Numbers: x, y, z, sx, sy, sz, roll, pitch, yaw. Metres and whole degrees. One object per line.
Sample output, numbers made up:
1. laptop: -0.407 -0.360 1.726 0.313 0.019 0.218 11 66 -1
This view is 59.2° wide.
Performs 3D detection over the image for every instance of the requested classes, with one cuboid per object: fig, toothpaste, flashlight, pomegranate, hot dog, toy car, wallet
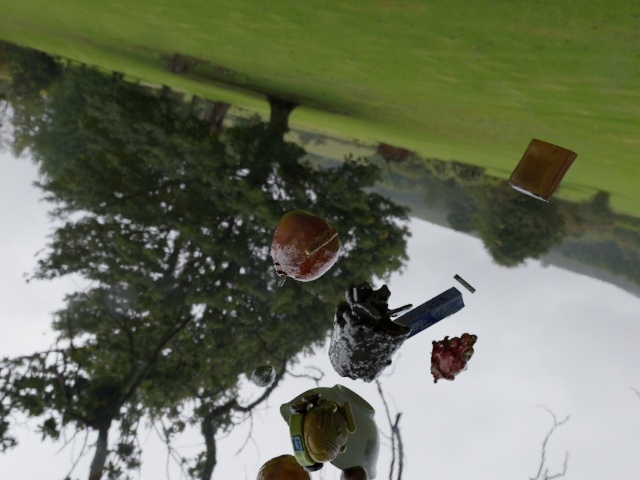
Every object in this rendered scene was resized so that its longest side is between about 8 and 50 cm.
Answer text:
1. fig: -0.266 0.659 2.757 0.117 0.117 0.177 14 154 -24
2. toothpaste: 0.332 0.243 1.801 0.272 0.066 0.053 -27 -144 -8
3. flashlight: 0.469 0.141 1.836 0.083 0.018 0.018 39 -164 -4
4. pomegranate: -0.151 1.024 2.331 0.265 0.264 0.264 16 -174 -2
5. hot dog: 0.000 -0.001 1.982 0.044 0.137 0.028 51 177 36
6. toy car: 0.014 0.555 1.656 0.143 0.200 0.248 -16 178 21
7. wallet: 0.648 -0.207 1.650 0.042 0.160 0.195 24 -170 -23
8. fig: 0.104 0.739 1.676 0.089 0.125 0.089 -7 159 -3

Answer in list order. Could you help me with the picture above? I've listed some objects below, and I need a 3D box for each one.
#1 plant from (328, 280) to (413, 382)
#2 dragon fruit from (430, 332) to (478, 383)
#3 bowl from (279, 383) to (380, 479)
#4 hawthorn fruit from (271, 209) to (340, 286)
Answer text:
1. plant: 0.128 0.241 1.557 0.199 0.276 0.188 9 -150 -13
2. dragon fruit: 0.425 0.371 1.822 0.150 0.207 0.133 43 -160 0
3. bowl: 0.078 0.662 2.088 0.435 0.196 0.435 33 180 0
4. hawthorn fruit: -0.077 0.048 2.163 0.276 0.307 0.276 29 174 4
